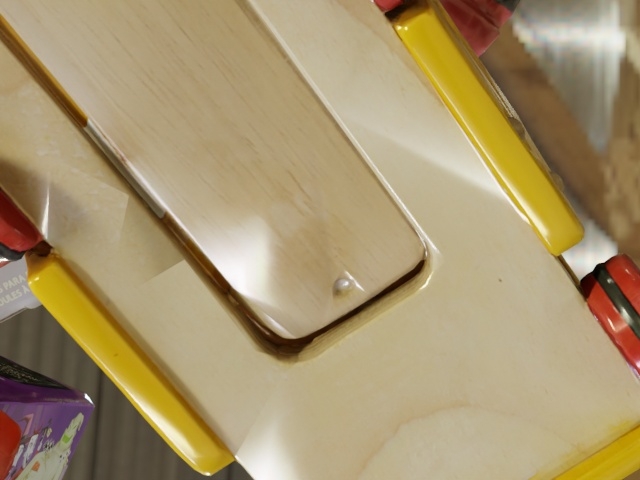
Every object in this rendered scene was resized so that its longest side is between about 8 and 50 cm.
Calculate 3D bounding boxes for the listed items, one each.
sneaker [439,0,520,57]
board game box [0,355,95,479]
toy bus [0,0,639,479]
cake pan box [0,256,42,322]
[{"bbox_3d":[0.016,-0.094,0.828,0.098,0.135,0.276,32,-109,-45],"label":"sneaker"},{"bbox_3d":[-0.255,-0.007,0.555,0.056,0.347,0.208,-64,-11,-5],"label":"board game box"},{"bbox_3d":[-0.002,-0.011,0.376,0.104,0.191,0.202,-105,25,-61],"label":"toy bus"},{"bbox_3d":[-0.178,-0.052,1.072,0.070,0.267,0.245,63,180,-30],"label":"cake pan box"}]
